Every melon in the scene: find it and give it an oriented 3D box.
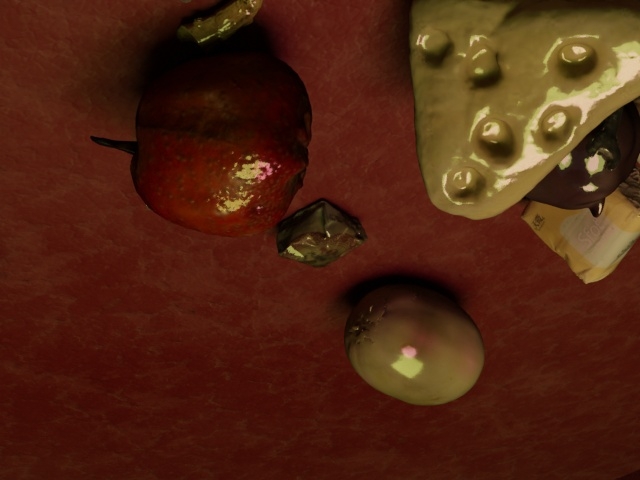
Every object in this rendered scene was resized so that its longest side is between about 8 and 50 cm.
[{"bbox_3d":[0.184,0.202,2.237,0.317,0.223,0.223,25,135,-38],"label":"melon"}]

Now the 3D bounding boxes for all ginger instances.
[{"bbox_3d":[-0.129,-0.282,1.505,0.137,0.044,0.057,-26,128,21],"label":"ginger"}]

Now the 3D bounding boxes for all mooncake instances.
[{"bbox_3d":[0.000,0.000,1.987,0.130,0.073,0.125,-26,148,28],"label":"mooncake"}]

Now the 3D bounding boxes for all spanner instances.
[{"bbox_3d":[0.414,-0.218,1.593,0.054,0.255,0.015,19,167,-14],"label":"spanner"}]

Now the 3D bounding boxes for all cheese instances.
[{"bbox_3d":[0.284,-0.170,1.535,0.350,0.130,0.329,7,115,10],"label":"cheese"}]

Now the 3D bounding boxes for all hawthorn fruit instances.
[{"bbox_3d":[-0.163,-0.132,1.548,0.300,0.254,0.254,5,149,0],"label":"hawthorn fruit"}]

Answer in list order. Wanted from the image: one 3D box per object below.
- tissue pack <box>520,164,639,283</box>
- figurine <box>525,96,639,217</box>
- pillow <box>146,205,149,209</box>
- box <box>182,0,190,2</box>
[{"bbox_3d":[0.453,-0.053,1.937,0.090,0.186,0.222,-31,161,-32],"label":"tissue pack"},{"bbox_3d":[0.428,-0.175,1.740,0.365,0.206,0.218,-19,124,-37],"label":"figurine"},{"bbox_3d":[-0.180,-0.103,1.752,0.179,0.075,0.171,-7,149,-9],"label":"pillow"},{"bbox_3d":[-0.112,-0.376,1.327,0.224,0.069,0.120,-29,145,26],"label":"box"}]
